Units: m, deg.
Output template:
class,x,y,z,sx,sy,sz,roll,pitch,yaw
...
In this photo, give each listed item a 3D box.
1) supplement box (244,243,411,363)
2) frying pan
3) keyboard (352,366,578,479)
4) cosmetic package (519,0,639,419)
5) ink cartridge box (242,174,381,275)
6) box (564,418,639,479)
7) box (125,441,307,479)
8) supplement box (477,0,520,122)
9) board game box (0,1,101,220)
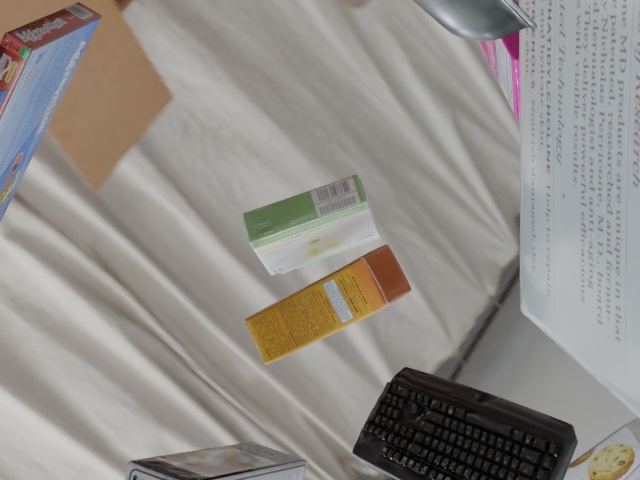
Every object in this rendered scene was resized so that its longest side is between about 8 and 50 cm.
class,x,y,z,sx,sy,sz,roll,pitch,yaw
supplement box,0.007,0.090,1.584,0.233,0.080,0.078,-31,177,34
frying pan,0.013,-0.228,0.711,0.053,0.197,0.326,-47,-121,13
keyboard,0.118,0.242,1.157,0.317,0.033,0.201,9,-105,63
cosmetic package,0.336,-0.066,0.743,0.329,0.327,0.393,-3,-169,-7
ink cartridge box,0.000,0.000,1.650,0.171,0.235,0.056,-20,-116,4
box,0.241,0.313,1.271,0.324,0.067,0.063,-42,160,23
box,-0.128,0.333,1.329,0.087,0.290,0.169,14,-91,24
supplement box,0.259,-0.269,1.432,0.111,0.114,0.220,-18,-128,-1
board game box,-0.274,-0.060,0.950,0.281,0.027,0.145,-58,-179,23
